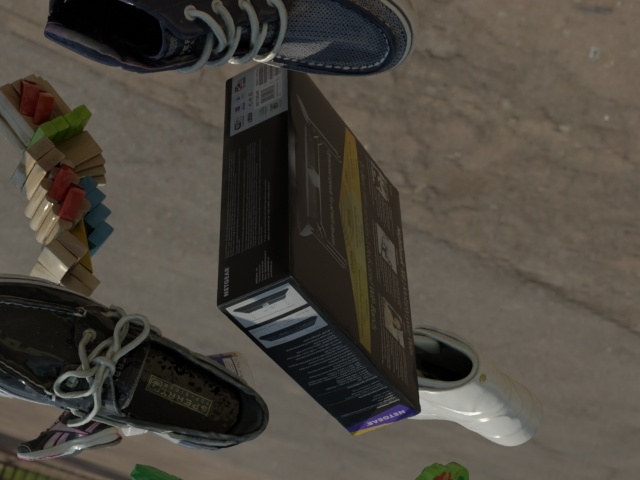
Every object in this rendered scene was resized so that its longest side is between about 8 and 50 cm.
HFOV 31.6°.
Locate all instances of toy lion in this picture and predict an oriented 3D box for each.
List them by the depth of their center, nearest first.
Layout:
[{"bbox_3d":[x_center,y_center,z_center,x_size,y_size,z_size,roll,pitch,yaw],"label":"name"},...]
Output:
[{"bbox_3d":[0.112,0.251,1.101,0.034,0.100,0.096,25,135,33],"label":"toy lion"}]

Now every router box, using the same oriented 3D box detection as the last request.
[{"bbox_3d":[0.000,0.000,1.121,0.081,0.308,0.243,-23,133,21],"label":"router box"}]

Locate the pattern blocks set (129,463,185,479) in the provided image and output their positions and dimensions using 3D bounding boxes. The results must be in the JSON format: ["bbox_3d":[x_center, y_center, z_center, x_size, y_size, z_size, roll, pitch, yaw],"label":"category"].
[{"bbox_3d":[-0.129,0.296,1.067,0.285,0.026,0.325,22,-171,-12],"label":"pattern blocks set"}]

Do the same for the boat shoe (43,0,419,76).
[{"bbox_3d":[-0.081,-0.191,1.005,0.341,0.158,0.127,14,131,-4],"label":"boat shoe"}]

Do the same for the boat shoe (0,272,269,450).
[{"bbox_3d":[-0.187,0.112,0.979,0.306,0.113,0.105,31,162,-22],"label":"boat shoe"}]

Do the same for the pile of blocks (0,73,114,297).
[{"bbox_3d":[-0.345,-0.088,1.561,0.149,0.362,0.112,-6,157,-34],"label":"pile of blocks"}]

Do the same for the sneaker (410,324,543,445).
[{"bbox_3d":[0.119,0.152,1.397,0.292,0.108,0.169,8,153,48],"label":"sneaker"}]

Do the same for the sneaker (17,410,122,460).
[{"bbox_3d":[-0.404,0.307,1.820,0.178,0.077,0.072,-14,166,11],"label":"sneaker"}]

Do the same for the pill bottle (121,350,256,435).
[{"bbox_3d":[-0.197,0.228,1.646,0.187,0.112,0.112,-6,170,-23],"label":"pill bottle"}]
